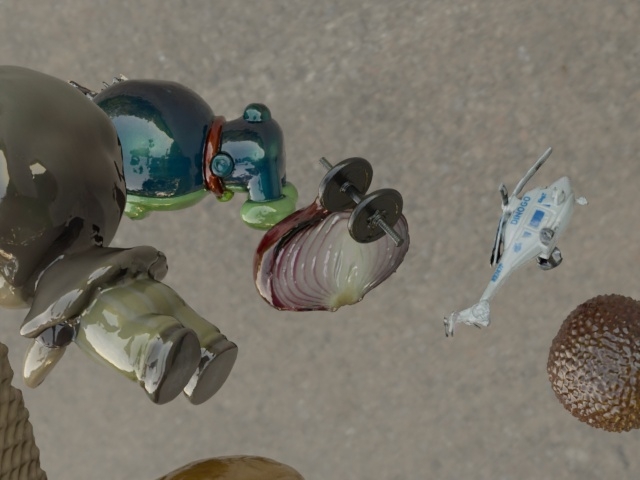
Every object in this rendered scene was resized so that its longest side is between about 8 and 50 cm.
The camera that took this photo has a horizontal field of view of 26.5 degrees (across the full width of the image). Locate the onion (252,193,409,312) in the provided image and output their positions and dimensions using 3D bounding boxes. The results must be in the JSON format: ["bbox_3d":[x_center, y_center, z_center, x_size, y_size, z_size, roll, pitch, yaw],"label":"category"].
[{"bbox_3d":[0.000,0.000,1.593,0.098,0.205,0.151,11,112,58],"label":"onion"}]

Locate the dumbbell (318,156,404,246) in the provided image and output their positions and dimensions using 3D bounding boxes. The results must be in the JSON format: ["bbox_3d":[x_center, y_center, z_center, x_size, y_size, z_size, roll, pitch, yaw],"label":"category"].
[{"bbox_3d":[0.042,-0.042,1.412,0.147,0.069,0.069,47,136,35],"label":"dumbbell"}]

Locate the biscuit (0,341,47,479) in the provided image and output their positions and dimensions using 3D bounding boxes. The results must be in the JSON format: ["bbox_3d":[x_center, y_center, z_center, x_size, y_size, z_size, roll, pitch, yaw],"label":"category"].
[{"bbox_3d":[-0.198,0.160,0.787,0.054,0.094,0.379,8,137,10],"label":"biscuit"}]

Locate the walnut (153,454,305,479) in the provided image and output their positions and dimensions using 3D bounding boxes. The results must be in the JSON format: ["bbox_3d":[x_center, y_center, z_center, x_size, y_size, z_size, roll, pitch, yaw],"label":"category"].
[{"bbox_3d":[-0.079,0.256,1.076,0.167,0.207,0.167,7,100,42],"label":"walnut"}]

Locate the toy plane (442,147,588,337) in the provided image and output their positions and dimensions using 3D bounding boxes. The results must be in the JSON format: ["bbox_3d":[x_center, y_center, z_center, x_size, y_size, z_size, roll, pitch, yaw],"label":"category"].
[{"bbox_3d":[0.269,0.012,1.848,0.107,0.273,0.182,23,137,20],"label":"toy plane"}]

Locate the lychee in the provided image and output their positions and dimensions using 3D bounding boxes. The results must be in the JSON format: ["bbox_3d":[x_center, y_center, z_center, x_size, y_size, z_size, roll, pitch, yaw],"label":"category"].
[{"bbox_3d":[0.392,0.165,1.809,0.194,0.194,0.195,18,123,31],"label":"lychee"}]

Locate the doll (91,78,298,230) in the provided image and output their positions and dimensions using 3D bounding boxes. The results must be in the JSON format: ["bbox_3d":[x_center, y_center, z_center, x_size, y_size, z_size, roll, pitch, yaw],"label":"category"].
[{"bbox_3d":[-0.185,-0.116,1.786,0.321,0.198,0.186,4,106,-3],"label":"doll"}]

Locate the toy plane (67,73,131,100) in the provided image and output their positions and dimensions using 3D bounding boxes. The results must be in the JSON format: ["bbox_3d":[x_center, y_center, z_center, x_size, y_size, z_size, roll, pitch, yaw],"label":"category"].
[{"bbox_3d":[-0.357,-0.217,2.156,0.188,0.062,0.135,35,104,27],"label":"toy plane"}]

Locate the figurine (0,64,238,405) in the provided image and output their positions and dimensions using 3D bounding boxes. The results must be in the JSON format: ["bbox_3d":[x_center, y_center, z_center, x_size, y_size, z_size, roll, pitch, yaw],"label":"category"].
[{"bbox_3d":[-0.233,-0.007,1.159,0.380,0.248,0.203,43,125,17],"label":"figurine"}]
